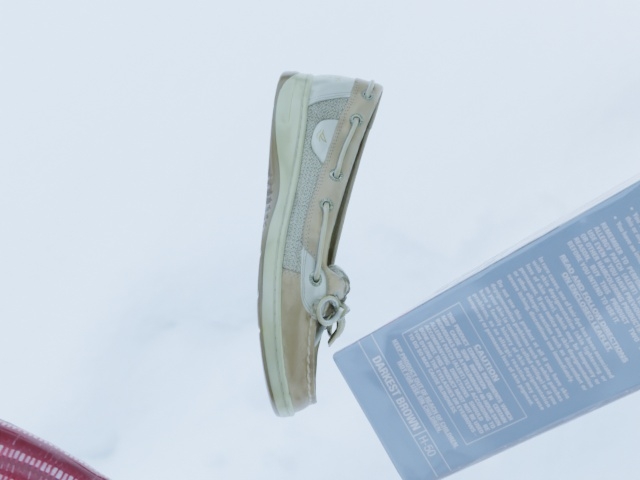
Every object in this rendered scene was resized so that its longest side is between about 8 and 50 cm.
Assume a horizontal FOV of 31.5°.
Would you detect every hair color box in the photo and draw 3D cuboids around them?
[{"bbox_3d":[0.209,0.019,0.737,0.374,0.185,0.114,-32,86,33],"label":"hair color box"}]

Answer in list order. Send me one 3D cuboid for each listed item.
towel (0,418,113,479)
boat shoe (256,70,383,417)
[{"bbox_3d":[-0.224,0.110,0.401,0.328,0.037,0.237,25,119,-4],"label":"towel"},{"bbox_3d":[0.000,0.000,0.492,0.048,0.056,0.153,3,72,2],"label":"boat shoe"}]
